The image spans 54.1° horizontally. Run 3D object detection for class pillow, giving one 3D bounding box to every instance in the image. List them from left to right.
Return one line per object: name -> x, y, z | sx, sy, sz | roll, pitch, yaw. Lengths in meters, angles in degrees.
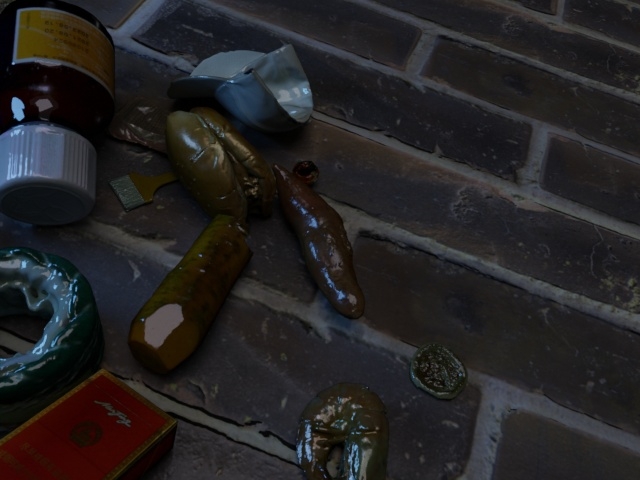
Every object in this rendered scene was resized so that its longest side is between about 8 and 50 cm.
pillow -> -0.332, -0.232, 1.309 | 0.211, 0.034, 0.135 | 20, 55, 5

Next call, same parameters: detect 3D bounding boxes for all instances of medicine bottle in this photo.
medicine bottle -> -0.507, -0.228, 1.155 | 0.243, 0.242, 0.395 | 1, 66, -11

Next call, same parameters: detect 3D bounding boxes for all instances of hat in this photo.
hat -> -0.175, -0.308, 1.348 | 0.301, 0.168, 0.258 | 0, 26, 17

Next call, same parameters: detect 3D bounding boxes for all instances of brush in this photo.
brush -> -0.308, -0.122, 1.247 | 0.205, 0.011, 0.083 | -24, 61, -27

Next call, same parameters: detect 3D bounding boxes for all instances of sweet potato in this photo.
sweet potato -> 0.006, 0.001, 1.173 | 0.106, 0.095, 0.354 | 24, 34, -56

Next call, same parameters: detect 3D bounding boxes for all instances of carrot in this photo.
carrot -> -0.207, 0.082, 1.057 | 0.114, 0.114, 0.302 | 25, 51, 7

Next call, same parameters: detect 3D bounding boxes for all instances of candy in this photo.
candy -> -0.090, -0.122, 1.281 | 0.185, 0.049, 0.055 | -17, 52, -13

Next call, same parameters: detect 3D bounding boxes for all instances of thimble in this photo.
thimble -> -0.473, 0.139, 0.919 | 0.288, 0.167, 0.254 | 11, 52, -5

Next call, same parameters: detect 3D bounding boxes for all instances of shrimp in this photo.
shrimp -> 0.035, 0.339, 0.947 | 0.145, 0.061, 0.267 | 0, 57, -1

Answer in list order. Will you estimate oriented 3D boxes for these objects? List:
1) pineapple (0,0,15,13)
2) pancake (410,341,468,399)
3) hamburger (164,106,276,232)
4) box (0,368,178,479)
pineapple -> -0.708, -0.424, 1.324 | 0.248, 0.128, 0.128 | -38, 69, -26
pancake -> 0.208, 0.227, 1.093 | 0.108, 0.017, 0.108 | 4, 56, -5
hamburger -> -0.203, -0.154, 1.187 | 0.144, 0.156, 0.283 | -37, 79, -16
box -> -0.329, 0.292, 0.840 | 0.153, 0.074, 0.240 | 25, 33, 20
